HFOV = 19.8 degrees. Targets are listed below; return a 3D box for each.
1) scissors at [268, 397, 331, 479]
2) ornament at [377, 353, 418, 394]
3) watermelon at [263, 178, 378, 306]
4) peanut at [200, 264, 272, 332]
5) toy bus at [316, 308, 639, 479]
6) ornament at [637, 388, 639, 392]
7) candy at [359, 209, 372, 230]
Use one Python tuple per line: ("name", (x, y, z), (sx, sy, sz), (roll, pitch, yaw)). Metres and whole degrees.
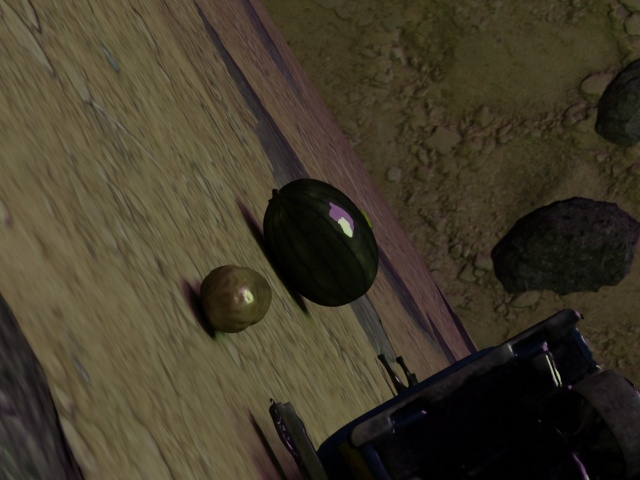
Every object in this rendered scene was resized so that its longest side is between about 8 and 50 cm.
("scissors", (0.055, 0.228, 0.867), (0.360, 0.029, 0.191), (59, 0, 21))
("ornament", (0.094, 0.159, 1.651), (0.073, 0.028, 0.125), (55, 5, -49))
("watermelon", (0.000, 0.000, 1.363), (0.110, 0.078, 0.078), (56, 6, -32))
("peanut", (-0.044, 0.031, 0.974), (0.037, 0.037, 0.083), (60, 1, 4))
("toy bus", (0.127, 0.194, 0.936), (0.287, 0.138, 0.175), (61, -12, 6))
("ornament", (0.301, 0.275, 1.384), (0.337, 0.337, 0.337), (59, 5, -8))
("candy", (0.007, 0.004, 1.608), (0.062, 0.058, 0.194), (52, 13, 4))
